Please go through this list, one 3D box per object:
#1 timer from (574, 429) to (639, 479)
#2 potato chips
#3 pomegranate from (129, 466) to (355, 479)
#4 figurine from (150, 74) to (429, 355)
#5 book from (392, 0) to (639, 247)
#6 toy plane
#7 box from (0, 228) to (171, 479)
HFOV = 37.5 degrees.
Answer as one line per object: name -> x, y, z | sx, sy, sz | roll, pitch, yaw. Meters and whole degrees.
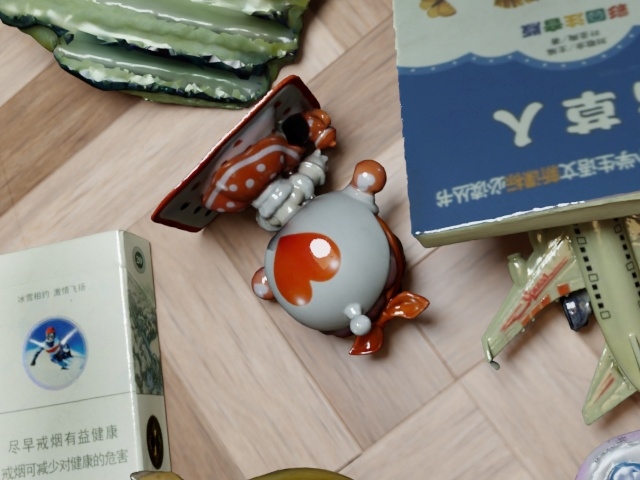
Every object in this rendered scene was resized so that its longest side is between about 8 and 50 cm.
timer -> 0.316, 0.236, 0.755 | 0.209, 0.069, 0.190 | -18, 74, 11
potato chips -> -0.183, -0.327, 0.955 | 0.430, 0.070, 0.358 | 13, 91, 2
pomegranate -> -0.039, 0.313, 0.707 | 0.343, 0.342, 0.342 | -3, 78, 16
figurine -> 0.000, 0.000, 0.867 | 0.183, 0.160, 0.226 | -45, 80, 4
book -> 0.213, -0.203, 0.826 | 0.300, 0.039, 0.427 | -11, 58, 14
toy plane -> 0.243, 0.018, 0.803 | 0.242, 0.104, 0.256 | -18, 74, 15
box -> -0.247, 0.131, 0.943 | 0.164, 0.069, 0.256 | -11, 77, 14
